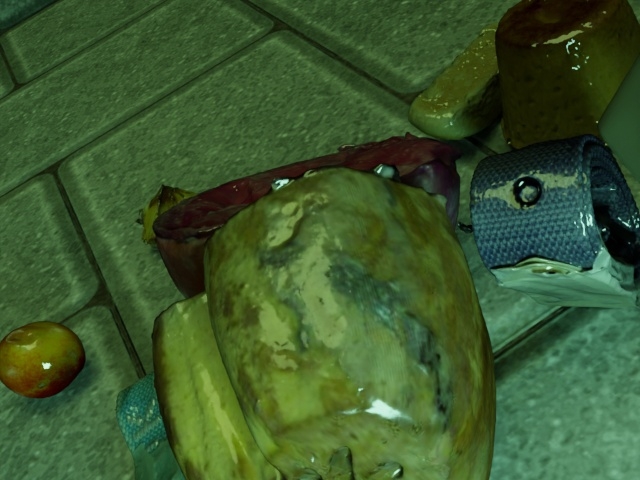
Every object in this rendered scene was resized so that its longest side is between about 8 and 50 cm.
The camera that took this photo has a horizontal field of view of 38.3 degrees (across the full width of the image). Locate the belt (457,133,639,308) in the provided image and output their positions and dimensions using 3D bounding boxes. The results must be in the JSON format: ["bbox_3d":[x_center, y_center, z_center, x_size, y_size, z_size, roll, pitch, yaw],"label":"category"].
[{"bbox_3d":[0.208,-0.011,0.829,0.126,0.230,0.140,-8,77,28],"label":"belt"}]

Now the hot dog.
[{"bbox_3d":[0.206,-0.198,1.194,0.084,0.073,0.242,12,48,39],"label":"hot dog"}]

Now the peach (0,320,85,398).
[{"bbox_3d":[-0.335,0.144,1.108,0.100,0.101,0.101,-19,35,14],"label":"peach"}]

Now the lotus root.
[{"bbox_3d":[-0.001,0.115,0.750,0.316,0.316,0.250,-21,42,10],"label":"lotus root"}]

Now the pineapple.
[{"bbox_3d":[-0.224,-0.037,1.293,0.114,0.077,0.114,-10,32,47],"label":"pineapple"}]

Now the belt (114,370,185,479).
[{"bbox_3d":[-0.143,0.235,0.856,0.072,0.087,0.302,-24,34,0],"label":"belt"}]

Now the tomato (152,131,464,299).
[{"bbox_3d":[0.005,0.002,0.994,0.335,0.176,0.289,-16,15,9],"label":"tomato"}]

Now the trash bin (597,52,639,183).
[{"bbox_3d":[0.373,-0.137,0.728,0.250,0.220,0.219,-62,30,31],"label":"trash bin"}]

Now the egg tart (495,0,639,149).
[{"bbox_3d":[0.289,-0.207,1.082,0.202,0.147,0.202,-21,35,15],"label":"egg tart"}]
